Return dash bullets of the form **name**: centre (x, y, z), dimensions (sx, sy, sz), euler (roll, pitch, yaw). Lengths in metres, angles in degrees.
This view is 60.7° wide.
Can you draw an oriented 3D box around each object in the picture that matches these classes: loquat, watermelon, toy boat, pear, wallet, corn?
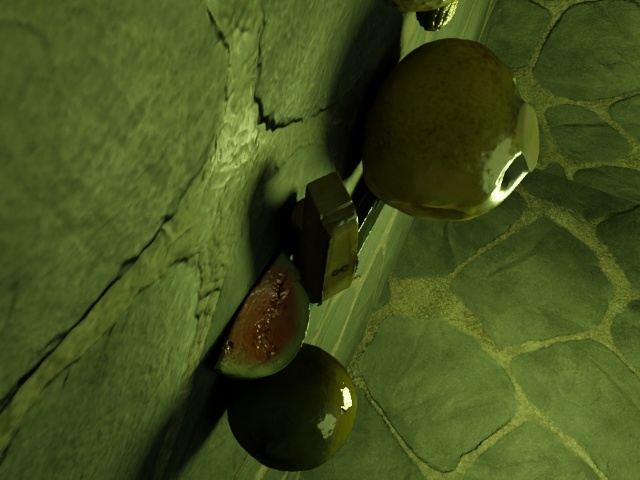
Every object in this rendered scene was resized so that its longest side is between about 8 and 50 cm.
- **loquat**: centre (-0.032, 0.194, 0.660), dimensions (0.195, 0.152, 0.152), euler (-41, 152, -72)
- **watermelon**: centre (-0.051, 0.099, 0.601), dimensions (0.087, 0.069, 0.163), euler (98, 16, -53)
- **toy boat**: centre (0.000, 0.000, 0.623), dimensions (0.068, 0.088, 0.226), euler (-26, 152, -15)
- **pear**: centre (0.181, -0.159, 0.817), dimensions (0.271, 0.271, 0.271), euler (22, 90, -79)
- **wallet**: centre (0.094, -0.064, 1.027), dimensions (0.317, 0.044, 0.169), euler (-59, 169, -32)
- **corn**: centre (0.156, -0.346, 0.722), dimensions (0.203, 0.072, 0.072), euler (37, 75, -79)

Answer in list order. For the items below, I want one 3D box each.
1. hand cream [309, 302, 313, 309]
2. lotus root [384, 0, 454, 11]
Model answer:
- **hand cream**: centre (-0.014, 0.075, 0.815), dimensions (0.224, 0.048, 0.083), euler (-66, 172, 18)
- **lotus root**: centre (0.101, -0.274, 0.484), dimensions (0.214, 0.138, 0.138), euler (-50, 163, -20)
